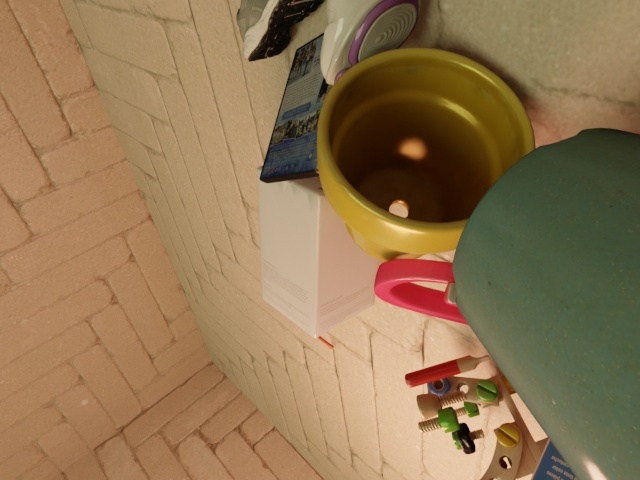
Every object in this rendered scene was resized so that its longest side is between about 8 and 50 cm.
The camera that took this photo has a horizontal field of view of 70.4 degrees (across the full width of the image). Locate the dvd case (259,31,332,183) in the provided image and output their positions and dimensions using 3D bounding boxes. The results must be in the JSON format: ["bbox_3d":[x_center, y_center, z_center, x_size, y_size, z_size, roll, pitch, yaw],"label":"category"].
[{"bbox_3d":[-0.018,-0.218,0.729,0.022,0.253,0.180,19,171,-33],"label":"dvd case"}]

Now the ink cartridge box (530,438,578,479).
[{"bbox_3d":[0.344,0.450,0.580,0.270,0.396,0.151,43,165,-35],"label":"ink cartridge box"}]

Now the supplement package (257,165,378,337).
[{"bbox_3d":[0.000,0.000,0.884,0.177,0.175,0.293,29,128,40],"label":"supplement package"}]

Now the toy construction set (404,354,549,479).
[{"bbox_3d":[0.312,0.298,0.774,0.237,0.258,0.309,-24,123,18],"label":"toy construction set"}]

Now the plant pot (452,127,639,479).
[{"bbox_3d":[0.296,0.081,0.352,0.334,0.340,0.341,-122,16,-56],"label":"plant pot"}]

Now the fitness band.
[{"bbox_3d":[0.221,0.087,0.654,0.290,0.054,0.209,15,168,-4],"label":"fitness band"}]

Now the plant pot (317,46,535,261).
[{"bbox_3d":[0.122,-0.084,0.630,0.254,0.254,0.239,47,166,16],"label":"plant pot"}]

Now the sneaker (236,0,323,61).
[{"bbox_3d":[-0.076,-0.395,0.739,0.271,0.100,0.108,-13,103,59],"label":"sneaker"}]

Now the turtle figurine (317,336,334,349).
[{"bbox_3d":[0.006,0.120,1.140,0.270,0.087,0.217,61,144,23],"label":"turtle figurine"}]

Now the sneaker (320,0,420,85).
[{"bbox_3d":[0.063,-0.345,0.560,0.152,0.114,0.305,49,134,26],"label":"sneaker"}]
